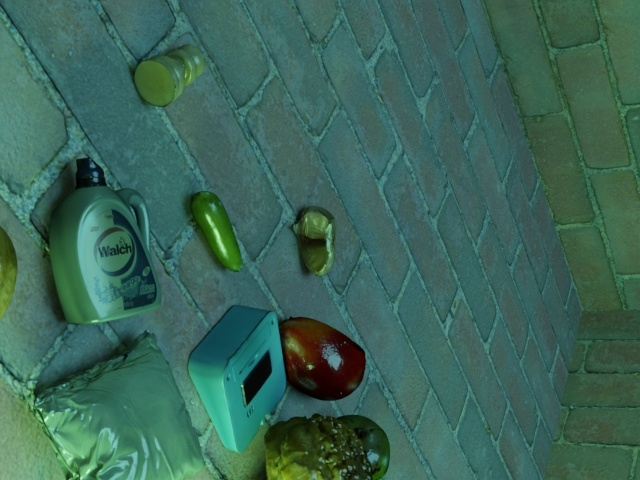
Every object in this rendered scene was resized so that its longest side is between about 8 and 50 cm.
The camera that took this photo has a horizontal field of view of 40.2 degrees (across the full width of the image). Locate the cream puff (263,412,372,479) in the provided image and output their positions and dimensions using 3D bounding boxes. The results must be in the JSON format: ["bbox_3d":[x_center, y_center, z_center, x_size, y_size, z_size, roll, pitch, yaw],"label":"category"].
[{"bbox_3d":[0.001,0.530,1.846,0.327,0.231,0.343,-107,-168,-63],"label":"cream puff"}]

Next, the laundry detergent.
[{"bbox_3d":[-0.372,-0.005,1.518,0.215,0.105,0.280,-9,93,-58],"label":"laundry detergent"}]

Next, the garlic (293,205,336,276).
[{"bbox_3d":[-0.006,0.000,2.122,0.124,0.099,0.174,18,74,-76],"label":"garlic"}]

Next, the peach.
[{"bbox_3d":[0.004,0.281,2.033,0.267,0.154,0.159,50,48,-44],"label":"peach"}]

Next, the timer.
[{"bbox_3d":[-0.167,0.293,1.860,0.232,0.091,0.250,-51,139,-49],"label":"timer"}]

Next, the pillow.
[{"bbox_3d":[-0.340,0.326,1.499,0.310,0.138,0.283,-24,98,-58],"label":"pillow"}]

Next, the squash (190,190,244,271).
[{"bbox_3d":[-0.210,-0.018,1.812,0.066,0.066,0.201,-58,133,-44],"label":"squash"}]

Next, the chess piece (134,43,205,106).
[{"bbox_3d":[-0.286,-0.333,1.723,0.170,0.094,0.094,-53,130,-57],"label":"chess piece"}]

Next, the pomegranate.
[{"bbox_3d":[0.069,0.516,2.121,0.179,0.210,0.179,14,58,-23],"label":"pomegranate"}]

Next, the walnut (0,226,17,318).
[{"bbox_3d":[-0.515,0.059,1.235,0.159,0.159,0.206,39,61,-49],"label":"walnut"}]
